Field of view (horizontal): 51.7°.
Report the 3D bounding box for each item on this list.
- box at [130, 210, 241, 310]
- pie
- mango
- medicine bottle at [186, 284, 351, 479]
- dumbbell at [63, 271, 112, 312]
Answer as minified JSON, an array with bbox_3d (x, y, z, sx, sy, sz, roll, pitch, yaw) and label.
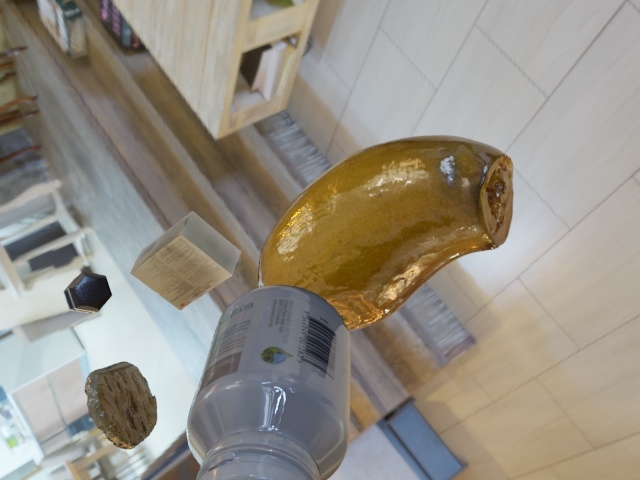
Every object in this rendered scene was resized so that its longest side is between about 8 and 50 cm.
[{"bbox_3d":[-0.326,0.055,1.605,0.212,0.095,0.168,-32,116,32],"label":"box"},{"bbox_3d":[-0.402,0.336,1.349,0.195,0.046,0.195,54,-163,-25],"label":"pie"},{"bbox_3d":[0.060,-0.009,0.765,0.359,0.144,0.187,-36,66,30],"label":"mango"},{"bbox_3d":[-0.042,0.146,0.565,0.215,0.135,0.135,-83,-17,-59],"label":"medicine bottle"},{"bbox_3d":[-0.226,0.051,0.638,0.083,0.036,0.040,-15,94,64],"label":"dumbbell"}]
